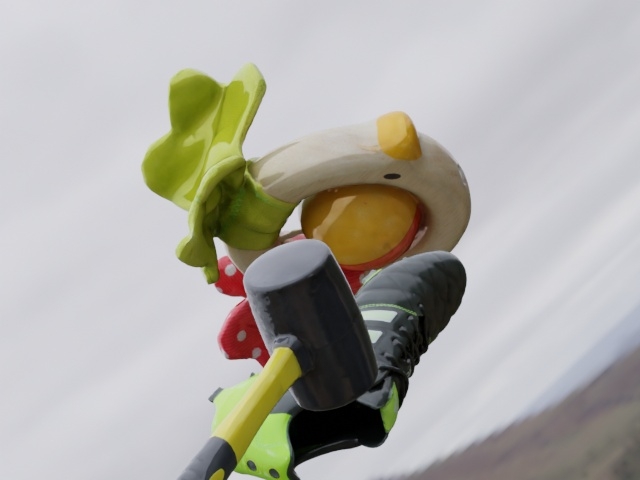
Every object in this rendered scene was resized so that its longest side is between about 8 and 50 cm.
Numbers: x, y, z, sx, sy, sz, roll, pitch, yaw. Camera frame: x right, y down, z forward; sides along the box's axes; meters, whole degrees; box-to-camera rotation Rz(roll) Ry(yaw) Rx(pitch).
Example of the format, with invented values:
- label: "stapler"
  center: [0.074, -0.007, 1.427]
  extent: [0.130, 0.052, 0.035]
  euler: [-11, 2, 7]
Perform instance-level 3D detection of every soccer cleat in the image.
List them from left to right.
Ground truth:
- label: "soccer cleat"
  center: [0.023, 0.066, 0.989]
  extent: [0.179, 0.072, 0.060]
  euler: [-36, -48, -32]

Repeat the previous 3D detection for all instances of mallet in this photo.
- label: "mallet"
  center: [-0.035, 0.063, 0.695]
  extent: [0.039, 0.062, 0.190]
  euler: [-7, 21, 31]

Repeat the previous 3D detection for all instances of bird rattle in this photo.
- label: "bird rattle"
  center: [0.000, 0.000, 1.288]
  extent: [0.207, 0.143, 0.253]
  euler: [-17, -42, 15]
